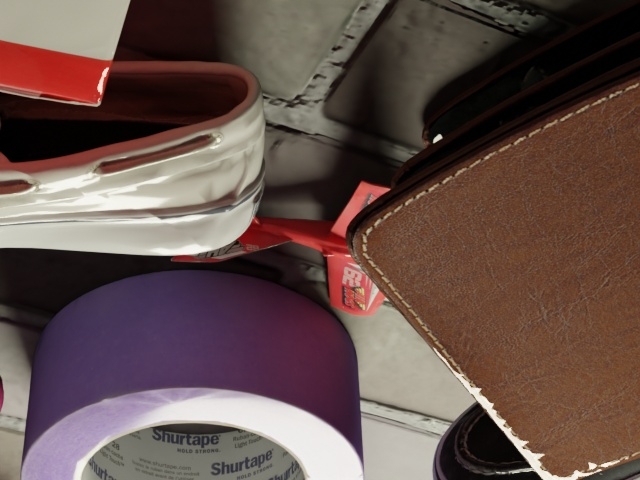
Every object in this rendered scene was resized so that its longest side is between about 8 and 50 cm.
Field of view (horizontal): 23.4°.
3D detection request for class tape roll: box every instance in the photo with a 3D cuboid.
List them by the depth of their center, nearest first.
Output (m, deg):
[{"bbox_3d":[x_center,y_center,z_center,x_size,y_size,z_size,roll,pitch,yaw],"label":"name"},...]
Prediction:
[{"bbox_3d":[-0.070,0.106,0.868,0.189,0.080,0.189,-1,138,-1],"label":"tape roll"}]

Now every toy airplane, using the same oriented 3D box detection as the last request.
[{"bbox_3d":[0.000,0.000,0.786,0.151,0.028,0.151,-2,154,-1],"label":"toy airplane"}]

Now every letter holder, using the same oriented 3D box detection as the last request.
[{"bbox_3d":[0.178,-0.052,0.648,0.302,0.152,0.214,-23,133,22],"label":"letter holder"}]

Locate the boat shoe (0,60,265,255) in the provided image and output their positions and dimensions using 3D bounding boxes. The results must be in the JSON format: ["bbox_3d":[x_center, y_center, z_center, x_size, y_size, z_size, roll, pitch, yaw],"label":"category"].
[{"bbox_3d":[-0.155,-0.044,0.683,0.268,0.096,0.088,2,135,-7],"label":"boat shoe"}]

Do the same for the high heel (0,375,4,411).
[{"bbox_3d":[-0.263,0.162,0.894,0.244,0.117,0.082,-34,130,31],"label":"high heel"}]

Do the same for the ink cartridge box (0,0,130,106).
[{"bbox_3d":[-0.096,-0.145,0.537,0.078,0.134,0.231,10,138,-15],"label":"ink cartridge box"}]

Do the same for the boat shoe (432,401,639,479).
[{"bbox_3d":[0.185,0.063,0.813,0.301,0.108,0.102,-22,135,18],"label":"boat shoe"}]
